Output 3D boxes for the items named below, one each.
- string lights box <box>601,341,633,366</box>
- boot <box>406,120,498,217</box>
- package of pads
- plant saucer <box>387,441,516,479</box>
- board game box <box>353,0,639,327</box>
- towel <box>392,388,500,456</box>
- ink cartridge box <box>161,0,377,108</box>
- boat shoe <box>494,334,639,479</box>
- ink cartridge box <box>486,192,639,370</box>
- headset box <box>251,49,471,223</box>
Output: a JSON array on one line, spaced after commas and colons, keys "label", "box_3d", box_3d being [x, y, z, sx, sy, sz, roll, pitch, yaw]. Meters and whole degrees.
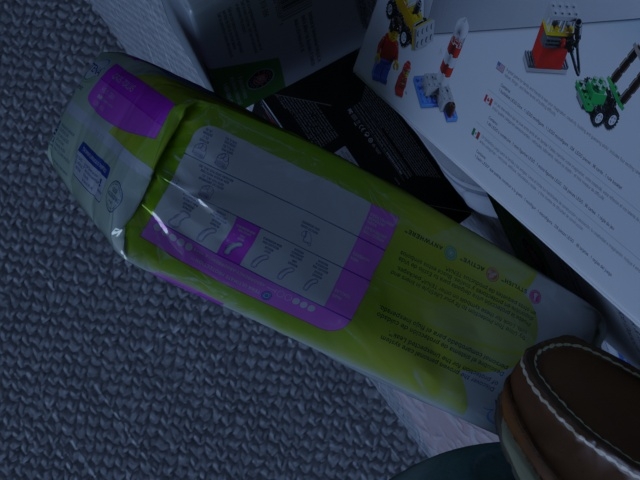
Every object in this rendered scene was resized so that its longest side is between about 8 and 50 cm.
[{"label": "string lights box", "box_3d": [0.270, 0.128, 1.047, 0.260, 0.076, 0.133, 54, 171, 54]}, {"label": "boot", "box_3d": [0.093, -0.113, 1.225, 0.123, 0.095, 0.258, 53, 176, -33]}, {"label": "package of pads", "box_3d": [0.000, 0.000, 1.006, 0.296, 0.101, 0.229, 26, -176, -23]}, {"label": "plant saucer", "box_3d": [0.124, 0.146, 0.894, 0.195, 0.195, 0.037, -138, 54, -58]}, {"label": "board game box", "box_3d": [0.134, -0.099, 0.802, 0.305, 0.053, 0.193, 48, 126, 47]}, {"label": "towel", "box_3d": [0.161, 0.166, 1.501, 0.317, 0.053, 0.332, 59, 163, -21]}, {"label": "ink cartridge box", "box_3d": [0.002, -0.186, 1.070, 0.087, 0.208, 0.153, 60, 173, 21]}, {"label": "boat shoe", "box_3d": [0.229, 0.137, 0.788, 0.324, 0.122, 0.120, 38, 126, 28]}, {"label": "ink cartridge box", "box_3d": [0.199, -0.014, 0.935, 0.273, 0.115, 0.198, 45, 168, 48]}, {"label": "headset box", "box_3d": [0.028, -0.067, 1.751, 0.218, 0.110, 0.293, 55, 172, 3]}]
